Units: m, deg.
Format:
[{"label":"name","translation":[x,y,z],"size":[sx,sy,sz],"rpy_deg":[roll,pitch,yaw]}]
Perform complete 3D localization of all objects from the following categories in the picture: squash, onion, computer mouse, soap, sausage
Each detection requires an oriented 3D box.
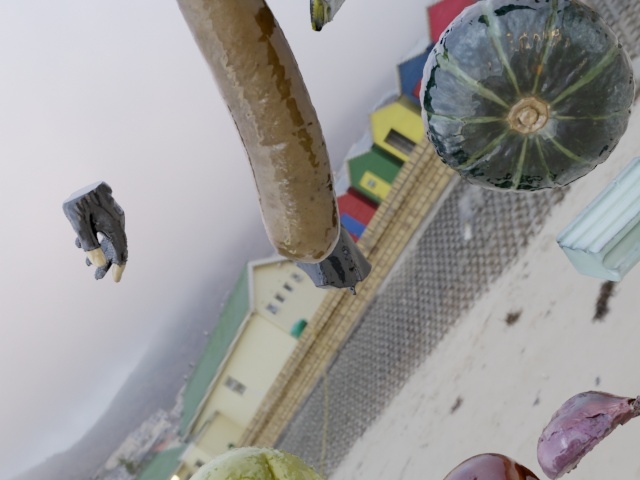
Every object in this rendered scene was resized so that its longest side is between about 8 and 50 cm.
[{"label":"squash","translation":[0.248,-0.179,0.912],"size":[0.252,0.252,0.165],"rpy_deg":[-60,4,30]},{"label":"onion","translation":[0.581,0.392,1.620],"size":[0.227,0.120,0.283],"rpy_deg":[-16,-32,-45]},{"label":"computer mouse","translation":[0.000,0.000,1.500],"size":[0.147,0.264,0.088],"rpy_deg":[-20,-28,-46]},{"label":"soap","translation":[0.573,-0.044,1.379],"size":[0.261,0.094,0.150],"rpy_deg":[-43,17,-7]},{"label":"sausage","translation":[-0.079,-0.191,1.058],"size":[0.136,0.500,0.123],"rpy_deg":[-31,26,-24]}]

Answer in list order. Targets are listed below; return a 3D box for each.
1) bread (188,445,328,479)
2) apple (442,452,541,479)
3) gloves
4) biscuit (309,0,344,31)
[{"label":"bread","translation":[-0.089,0.484,1.178],"size":[0.320,0.321,0.237],"rpy_deg":[-53,-21,-51]},{"label":"apple","translation":[0.341,0.575,1.460],"size":[0.317,0.288,0.288],"rpy_deg":[-47,0,19]},{"label":"gloves","translation":[-0.398,-0.010,1.383],"size":[0.106,0.180,0.129],"rpy_deg":[-32,20,-21]},{"label":"biscuit","translation":[0.039,-0.369,1.042],"size":[0.292,0.026,0.048],"rpy_deg":[-64,-19,-48]}]
